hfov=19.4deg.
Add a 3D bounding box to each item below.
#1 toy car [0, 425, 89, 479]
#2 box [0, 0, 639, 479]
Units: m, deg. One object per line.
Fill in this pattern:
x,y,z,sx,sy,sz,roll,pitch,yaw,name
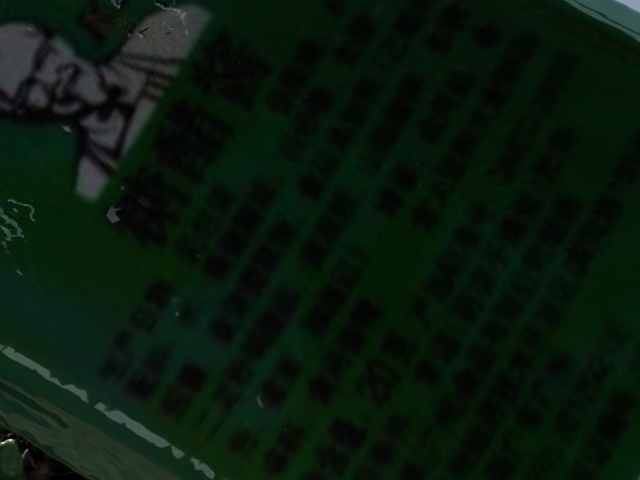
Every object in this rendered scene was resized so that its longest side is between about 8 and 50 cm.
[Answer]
-0.186,0.041,0.864,0.097,0.141,0.321,66,2,-64,toy car
0.000,0.000,0.746,0.336,0.264,0.106,30,-12,9,box
